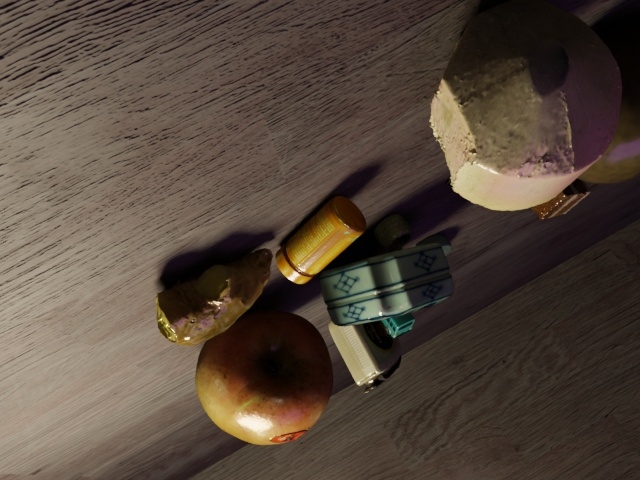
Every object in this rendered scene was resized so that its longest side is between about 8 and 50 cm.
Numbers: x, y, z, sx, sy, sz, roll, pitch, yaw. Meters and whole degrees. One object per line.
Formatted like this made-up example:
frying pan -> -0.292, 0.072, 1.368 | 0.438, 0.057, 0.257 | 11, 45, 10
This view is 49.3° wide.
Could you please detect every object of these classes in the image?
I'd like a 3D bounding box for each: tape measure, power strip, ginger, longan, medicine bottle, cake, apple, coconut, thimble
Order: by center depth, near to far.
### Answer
coconut -> 0.317, -0.213, 1.113 | 0.297, 0.298, 0.309 | -29, 163, -5
ginger -> -0.199, 0.116, 1.396 | 0.270, 0.123, 0.219 | -24, 156, -19
longan -> 0.595, -0.273, 1.405 | 0.350, 0.288, 0.288 | -39, 162, -11
medicine bottle -> 0.000, 0.000, 1.443 | 0.192, 0.096, 0.096 | -43, 157, 31
thimble -> 0.179, -0.016, 1.706 | 0.084, 0.062, 0.110 | -32, 160, -1
apple -> -0.141, 0.349, 1.732 | 0.338, 0.339, 0.305 | -20, 155, -27
cake -> 0.665, -0.147, 1.973 | 0.147, 0.135, 0.135 | -12, 154, -31
power strip -> 0.323, 0.046, 2.088 | 0.137, 0.044, 0.216 | -26, 159, -14
tape measure -> 0.160, 0.347, 2.239 | 0.133, 0.271, 0.231 | -42, 156, 29

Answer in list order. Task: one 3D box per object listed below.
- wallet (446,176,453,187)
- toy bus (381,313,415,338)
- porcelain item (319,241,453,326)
wallet -> 0.438, -0.188, 1.715 | 0.285, 0.030, 0.146 | -13, 157, -42
toy bus -> 0.222, 0.217, 2.194 | 0.079, 0.160, 0.092 | -21, 150, -22
porcelain item -> 0.166, 0.113, 1.743 | 0.285, 0.157, 0.281 | -11, 174, -45
